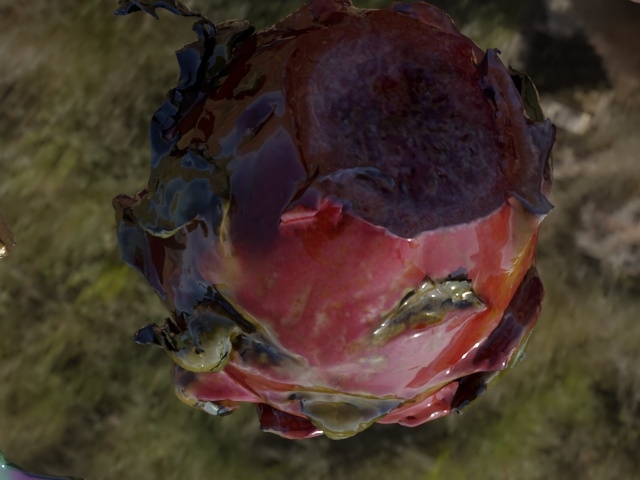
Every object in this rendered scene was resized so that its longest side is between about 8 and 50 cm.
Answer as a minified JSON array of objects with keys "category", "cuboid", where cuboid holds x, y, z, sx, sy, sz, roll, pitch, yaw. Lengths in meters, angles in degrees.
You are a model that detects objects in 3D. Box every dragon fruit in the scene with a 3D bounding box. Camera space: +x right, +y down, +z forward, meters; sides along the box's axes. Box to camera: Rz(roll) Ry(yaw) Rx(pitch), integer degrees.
[{"category":"dragon fruit","cuboid":[0.000,0.000,1.214,0.269,0.250,0.291,0,153,-22]}]

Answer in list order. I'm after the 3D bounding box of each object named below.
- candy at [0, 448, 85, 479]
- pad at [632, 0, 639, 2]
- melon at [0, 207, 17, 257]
[{"category":"candy","cuboid":[-0.162,0.143,0.671,0.263,0.172,0.398,13,151,-21]},{"category":"pad","cuboid":[0.158,-0.187,1.291,0.323,0.055,0.250,-26,145,19]},{"category":"melon","cuboid":[-0.287,0.031,1.327,0.182,0.098,0.054,-27,112,3]}]
